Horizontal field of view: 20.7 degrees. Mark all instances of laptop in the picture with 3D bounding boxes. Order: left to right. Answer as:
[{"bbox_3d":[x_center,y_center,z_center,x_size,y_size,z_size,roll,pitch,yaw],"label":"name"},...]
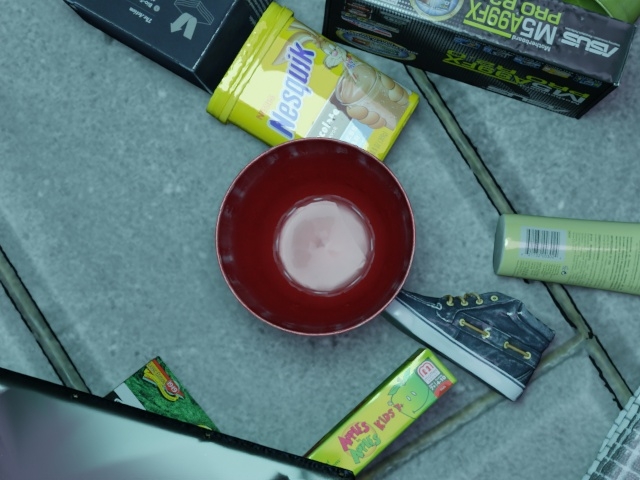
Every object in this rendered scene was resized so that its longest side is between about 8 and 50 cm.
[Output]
[{"bbox_3d":[-0.204,0.353,1.576,0.382,0.236,0.407,16,82,4],"label":"laptop"}]

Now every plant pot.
[{"bbox_3d":[0.286,-0.237,1.698,0.079,0.083,0.083,-42,88,-16],"label":"plant pot"}]

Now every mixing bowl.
[{"bbox_3d":[0.000,0.000,1.622,0.181,0.098,0.181,0,85,6],"label":"mixing bowl"}]

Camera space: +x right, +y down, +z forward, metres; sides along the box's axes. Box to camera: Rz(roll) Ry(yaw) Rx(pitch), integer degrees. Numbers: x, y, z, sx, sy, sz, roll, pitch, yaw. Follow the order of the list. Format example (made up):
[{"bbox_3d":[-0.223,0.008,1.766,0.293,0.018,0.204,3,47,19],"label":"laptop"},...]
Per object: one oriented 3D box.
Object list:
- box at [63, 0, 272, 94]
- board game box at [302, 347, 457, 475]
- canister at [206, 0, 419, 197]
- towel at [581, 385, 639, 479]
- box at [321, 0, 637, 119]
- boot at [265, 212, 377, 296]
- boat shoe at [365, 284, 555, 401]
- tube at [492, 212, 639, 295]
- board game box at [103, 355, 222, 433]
[{"bbox_3d":[-0.134,-0.249,1.667,0.156,0.093,0.158,31,86,13],"label":"box"},{"bbox_3d":[0.045,0.177,1.657,0.181,0.092,0.043,-42,89,-3],"label":"board game box"},{"bbox_3d":[-0.005,-0.132,1.685,0.170,0.073,0.126,31,86,-1],"label":"canister"},{"bbox_3d":[0.366,0.259,1.644,0.235,0.121,0.283,30,87,2],"label":"towel"},{"bbox_3d":[0.138,-0.193,1.619,0.270,0.216,0.060,18,85,0],"label":"box"},{"bbox_3d":[-0.001,-0.001,1.694,0.099,0.045,0.121,25,85,6],"label":"boot"},{"bbox_3d":[0.133,0.072,1.684,0.183,0.065,0.083,34,84,-5],"label":"boat shoe"},{"bbox_3d":[0.288,0.017,1.691,0.240,0.070,0.062,6,61,-2],"label":"tube"},{"bbox_3d":[-0.122,0.247,1.652,0.259,0.030,0.136,50,53,2],"label":"board game box"}]
